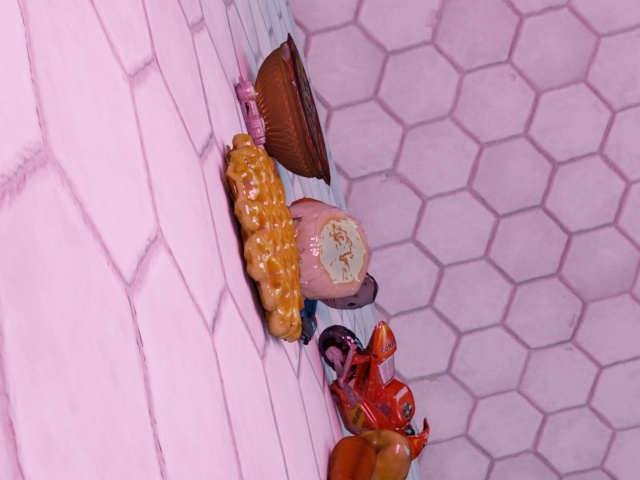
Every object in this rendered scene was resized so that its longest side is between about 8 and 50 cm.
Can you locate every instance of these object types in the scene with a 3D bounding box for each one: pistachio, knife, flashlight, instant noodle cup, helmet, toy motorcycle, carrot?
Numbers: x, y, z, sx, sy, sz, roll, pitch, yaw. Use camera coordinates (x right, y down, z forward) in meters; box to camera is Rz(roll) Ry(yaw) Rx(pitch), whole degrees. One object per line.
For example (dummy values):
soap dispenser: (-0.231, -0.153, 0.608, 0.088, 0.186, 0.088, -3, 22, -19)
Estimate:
pistachio: (0.085, 0.373, 1.790, 0.189, 0.100, 0.110, 109, 3, -55)
knife: (-0.020, 0.112, 1.779, 0.044, 0.026, 0.296, 62, 8, -9)
flashlight: (-0.104, -0.200, 1.711, 0.052, 0.031, 0.110, -82, 157, -78)
instant noodle cup: (-0.058, -0.211, 1.910, 0.274, 0.091, 0.274, -15, 90, -84)
helmet: (0.024, 0.053, 2.009, 0.177, 0.107, 0.153, 57, 6, 8)
toy motorcycle: (0.096, 0.271, 1.872, 0.089, 0.171, 0.298, -31, 108, -39)
carrot: (0.034, 0.342, 1.568, 0.336, 0.069, 0.069, -48, 123, -76)

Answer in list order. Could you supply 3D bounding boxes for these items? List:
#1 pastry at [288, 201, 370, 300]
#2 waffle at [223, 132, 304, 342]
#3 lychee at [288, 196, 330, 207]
pastry: (0.003, 0.016, 1.696, 0.166, 0.088, 0.165, 13, 73, -47)
waffle: (-0.067, -0.003, 1.453, 0.291, 0.051, 0.291, -15, 90, -82)
lychee: (0.000, -0.006, 1.813, 0.140, 0.101, 0.114, 40, 14, 6)
